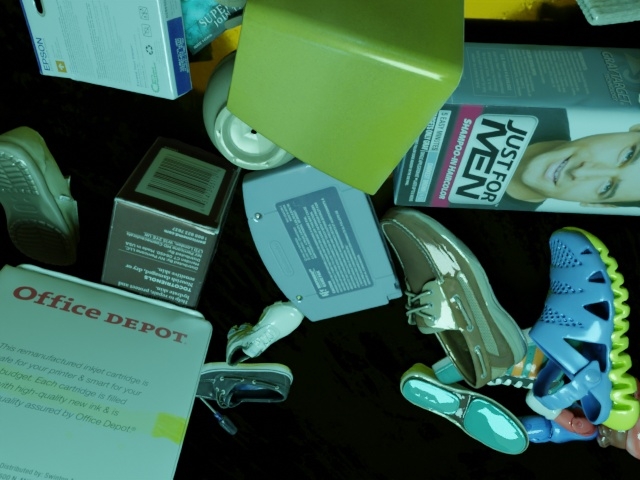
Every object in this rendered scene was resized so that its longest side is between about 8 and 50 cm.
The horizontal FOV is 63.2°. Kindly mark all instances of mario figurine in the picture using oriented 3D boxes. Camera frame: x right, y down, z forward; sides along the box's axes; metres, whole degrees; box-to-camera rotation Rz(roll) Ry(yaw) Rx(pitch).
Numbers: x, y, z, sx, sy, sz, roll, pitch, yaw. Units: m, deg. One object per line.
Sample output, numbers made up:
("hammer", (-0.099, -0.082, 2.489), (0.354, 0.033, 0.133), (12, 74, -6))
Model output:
("mario figurine", (0.488, 0.319, 1.000), (0.320, 0.198, 0.170), (-14, 94, 24))

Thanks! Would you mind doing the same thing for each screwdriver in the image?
("screwdriver", (-0.236, 0.362, 1.120), (0.025, 0.024, 0.170), (-13, 122, 47))

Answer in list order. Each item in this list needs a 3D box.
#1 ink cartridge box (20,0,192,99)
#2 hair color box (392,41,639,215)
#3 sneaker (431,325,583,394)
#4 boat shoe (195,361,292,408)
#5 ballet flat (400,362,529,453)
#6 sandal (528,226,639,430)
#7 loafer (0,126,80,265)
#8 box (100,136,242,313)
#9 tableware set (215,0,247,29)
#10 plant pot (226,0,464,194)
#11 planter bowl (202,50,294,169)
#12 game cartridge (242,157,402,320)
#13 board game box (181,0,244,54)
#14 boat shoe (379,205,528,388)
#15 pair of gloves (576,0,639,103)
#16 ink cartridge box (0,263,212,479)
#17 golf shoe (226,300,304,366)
("ink cartridge box", (-0.268, -0.297, 0.622), (0.223, 0.045, 0.223), (15, 127, 19))
("hair color box", (0.289, -0.134, 0.657), (0.374, 0.114, 0.185), (2, 147, 1))
("sneaker", (0.352, 0.220, 0.910), (0.302, 0.121, 0.108), (-20, 166, 15))
("boat shoe", (-0.170, 0.296, 1.032), (0.228, 0.076, 0.080), (-1, 125, 3))
("ballet flat", (0.271, 0.308, 0.982), (0.248, 0.086, 0.086), (28, 125, 13))
("sandal", (0.388, 0.138, 0.800), (0.138, 0.126, 0.318), (-7, 86, 4))
("loafer", (-0.420, -0.060, 0.789), (0.101, 0.092, 0.269), (11, 141, -3))
("box", (-0.246, 0.061, 0.802), (0.143, 0.191, 0.381), (19, 124, -11))
("tableware set", (-0.051, -0.329, 0.581), (0.194, 0.039, 0.128), (-12, 135, 17))
("plant pot", (0.013, -0.204, 0.542), (0.187, 0.212, 0.212), (13, 154, -11))
("planter bowl", (-0.084, -0.160, 0.689), (0.162, 0.109, 0.162), (1, 125, 2))
("game cartridge", (0.000, 0.000, 0.833), (0.196, 0.060, 0.294), (-17, 122, 10))
("board game box", (-0.123, -0.329, 0.622), (0.186, 0.026, 0.126), (-28, 120, 20))
("boat shoe", (0.191, 0.092, 0.798), (0.116, 0.123, 0.324), (-40, 97, -16))
("pair of gloves", (0.398, -0.217, 0.564), (0.204, 0.240, 0.042), (-19, 162, -12))
("ink cartridge box", (-0.304, 0.237, 0.581), (0.279, 0.385, 0.160), (19, 126, -11))
("golf shoe", (-0.100, 0.174, 0.934), (0.176, 0.086, 0.069), (-34, 114, 26))
